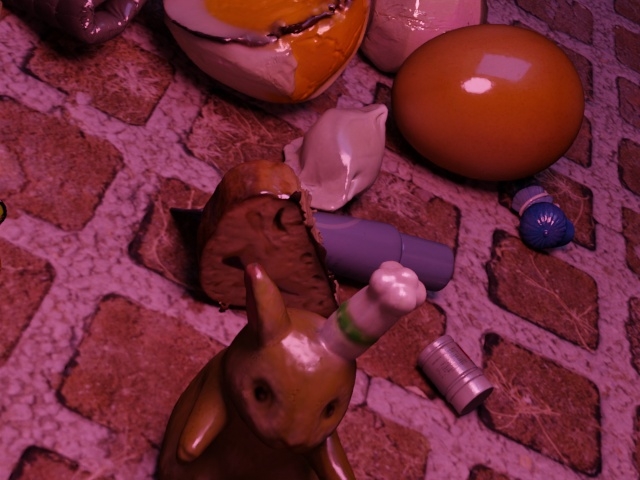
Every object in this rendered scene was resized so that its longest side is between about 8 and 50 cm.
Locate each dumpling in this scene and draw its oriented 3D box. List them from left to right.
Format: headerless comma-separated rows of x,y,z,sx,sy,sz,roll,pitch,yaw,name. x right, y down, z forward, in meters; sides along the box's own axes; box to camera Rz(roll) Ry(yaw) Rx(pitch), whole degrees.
0.012,-0.125,1.645,0.151,0.124,0.229,1,40,23,dumpling

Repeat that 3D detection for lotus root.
-0.068,0.015,1.379,0.170,0.260,0.074,-14,48,-3,lotus root

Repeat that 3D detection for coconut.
0.183,-0.390,1.967,0.230,0.227,0.227,6,43,-15,coconut

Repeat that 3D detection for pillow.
-0.288,-0.414,1.648,0.228,0.101,0.326,28,53,34,pillow

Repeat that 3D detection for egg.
-0.073,-0.323,1.724,0.337,0.201,0.337,-3,41,3,egg
0.265,-0.220,1.806,0.322,0.250,0.250,3,45,-20,egg

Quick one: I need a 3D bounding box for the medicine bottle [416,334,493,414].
0.173,0.173,1.461,0.058,0.058,0.091,-16,58,-44,medicine bottle

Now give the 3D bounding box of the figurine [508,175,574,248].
0.351,-0.048,1.820,0.086,0.087,0.149,-16,47,1,figurine

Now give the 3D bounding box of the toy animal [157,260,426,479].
-0.043,0.158,1.106,0.181,0.363,0.180,13,56,-18,toy animal

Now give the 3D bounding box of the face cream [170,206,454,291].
0.000,0.000,1.506,0.385,0.086,0.135,13,-2,-24,face cream

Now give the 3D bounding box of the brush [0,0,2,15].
-0.445,-0.221,1.476,0.048,0.054,0.282,5,44,-18,brush

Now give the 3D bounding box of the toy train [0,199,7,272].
-0.416,0.040,1.167,0.161,0.100,0.296,14,41,-20,toy train
